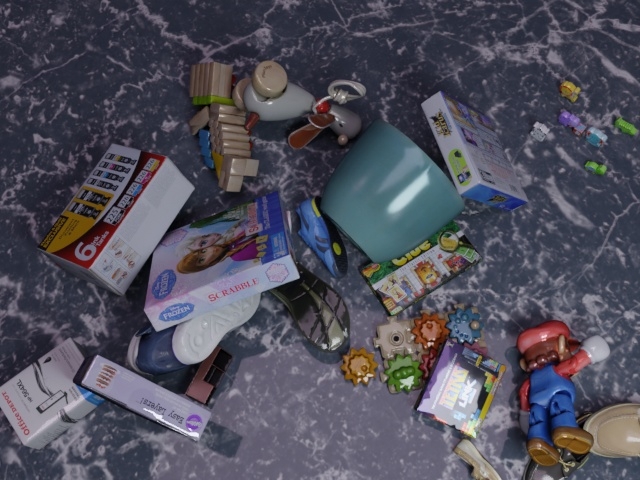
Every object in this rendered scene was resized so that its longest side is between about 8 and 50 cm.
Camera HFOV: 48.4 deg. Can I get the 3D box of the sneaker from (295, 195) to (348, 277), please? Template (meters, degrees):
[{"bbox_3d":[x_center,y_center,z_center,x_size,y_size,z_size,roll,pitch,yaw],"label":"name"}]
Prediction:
[{"bbox_3d":[0.000,0.000,1.707,0.082,0.069,0.210,-28,76,27],"label":"sneaker"}]

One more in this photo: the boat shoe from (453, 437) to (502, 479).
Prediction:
[{"bbox_3d":[0.335,0.482,1.501,0.045,0.050,0.135,-38,61,-8],"label":"boat shoe"}]

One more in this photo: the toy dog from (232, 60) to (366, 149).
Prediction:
[{"bbox_3d":[-0.062,-0.301,1.733,0.333,0.220,0.161,14,73,-1],"label":"toy dog"}]

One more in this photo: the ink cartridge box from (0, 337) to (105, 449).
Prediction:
[{"bbox_3d":[-0.592,0.340,1.580,0.203,0.086,0.148,-37,72,-13],"label":"ink cartridge box"}]

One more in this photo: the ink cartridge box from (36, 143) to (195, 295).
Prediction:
[{"bbox_3d":[-0.496,-0.061,1.664,0.271,0.130,0.310,15,66,35],"label":"ink cartridge box"}]

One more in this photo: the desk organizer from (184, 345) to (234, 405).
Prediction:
[{"bbox_3d":[-0.248,0.302,1.600,0.050,0.047,0.130,24,71,9],"label":"desk organizer"}]

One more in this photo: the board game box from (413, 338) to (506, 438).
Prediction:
[{"bbox_3d":[0.301,0.318,1.536,0.141,0.048,0.170,25,84,1],"label":"board game box"}]

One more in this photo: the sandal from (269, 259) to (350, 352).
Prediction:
[{"bbox_3d":[-0.037,0.131,1.640,0.120,0.086,0.303,-38,64,-10],"label":"sandal"}]

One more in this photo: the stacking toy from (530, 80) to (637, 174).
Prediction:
[{"bbox_3d":[0.660,-0.282,1.786,0.221,0.052,0.167,36,74,15],"label":"stacking toy"}]

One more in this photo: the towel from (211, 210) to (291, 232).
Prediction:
[{"bbox_3d":[-0.168,-0.003,1.727,0.196,0.029,0.144,-3,69,2],"label":"towel"}]

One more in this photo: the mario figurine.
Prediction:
[{"bbox_3d":[0.511,0.311,1.495,0.197,0.170,0.321,-6,44,20],"label":"mario figurine"}]

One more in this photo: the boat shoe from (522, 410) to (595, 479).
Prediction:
[{"bbox_3d":[0.513,0.444,1.494,0.227,0.069,0.081,-42,73,-13],"label":"boat shoe"}]

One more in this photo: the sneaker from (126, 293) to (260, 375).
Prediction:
[{"bbox_3d":[-0.301,0.182,1.609,0.236,0.130,0.323,-17,20,34],"label":"sneaker"}]

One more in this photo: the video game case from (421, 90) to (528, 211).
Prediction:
[{"bbox_3d":[0.364,-0.202,1.667,0.061,0.269,0.245,-31,66,31],"label":"video game case"}]

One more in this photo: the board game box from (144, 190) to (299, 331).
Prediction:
[{"bbox_3d":[-0.217,0.034,1.563,0.317,0.066,0.319,-21,29,3],"label":"board game box"}]

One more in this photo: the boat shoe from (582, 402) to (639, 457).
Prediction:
[{"bbox_3d":[0.685,0.393,1.451,0.302,0.098,0.109,2,85,-12],"label":"boat shoe"}]

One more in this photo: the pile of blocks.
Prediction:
[{"bbox_3d":[-0.242,-0.285,1.818,0.112,0.149,0.363,0,72,-44],"label":"pile of blocks"}]

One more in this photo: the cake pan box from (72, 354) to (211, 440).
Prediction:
[{"bbox_3d":[-0.366,0.321,1.449,0.266,0.245,0.070,31,72,-13],"label":"cake pan box"}]

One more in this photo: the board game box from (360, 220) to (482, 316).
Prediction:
[{"bbox_3d":[0.238,0.060,1.683,0.259,0.030,0.136,-32,68,-10],"label":"board game box"}]

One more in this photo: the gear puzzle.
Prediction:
[{"bbox_3d":[0.208,0.246,1.590,0.338,0.044,0.176,-10,76,-1],"label":"gear puzzle"}]

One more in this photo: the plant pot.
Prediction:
[{"bbox_3d":[0.141,-0.091,1.619,0.235,0.293,0.293,-44,72,-1],"label":"plant pot"}]
